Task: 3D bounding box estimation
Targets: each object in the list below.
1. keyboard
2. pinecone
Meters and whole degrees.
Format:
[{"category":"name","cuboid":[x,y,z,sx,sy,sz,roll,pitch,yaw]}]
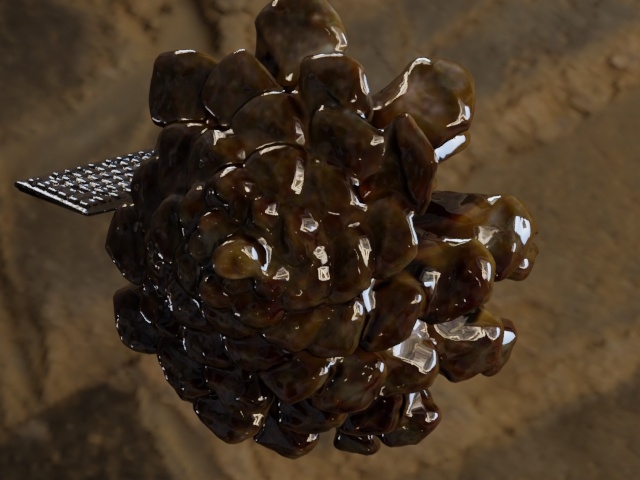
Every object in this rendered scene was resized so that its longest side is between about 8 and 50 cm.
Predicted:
[{"category":"keyboard","cuboid":[-0.078,-0.043,1.101,0.064,0.198,0.010,20,-64,38]},{"category":"pinecone","cuboid":[0.002,0.000,0.982,0.229,0.201,0.202,-42,-133,30]}]
